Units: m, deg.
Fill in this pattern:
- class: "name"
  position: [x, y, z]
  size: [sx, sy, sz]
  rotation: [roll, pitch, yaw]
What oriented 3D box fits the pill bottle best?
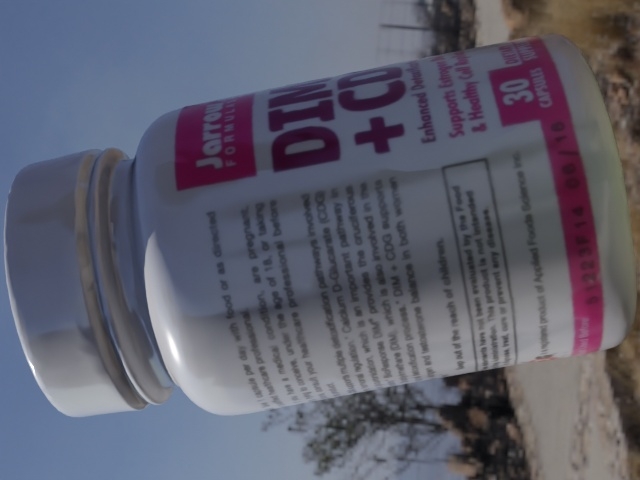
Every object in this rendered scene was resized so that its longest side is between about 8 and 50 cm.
- class: "pill bottle"
  position: [0.000, 0.000, 0.550]
  size: [0.160, 0.283, 0.160]
  rotation: [-11, -90, -85]
